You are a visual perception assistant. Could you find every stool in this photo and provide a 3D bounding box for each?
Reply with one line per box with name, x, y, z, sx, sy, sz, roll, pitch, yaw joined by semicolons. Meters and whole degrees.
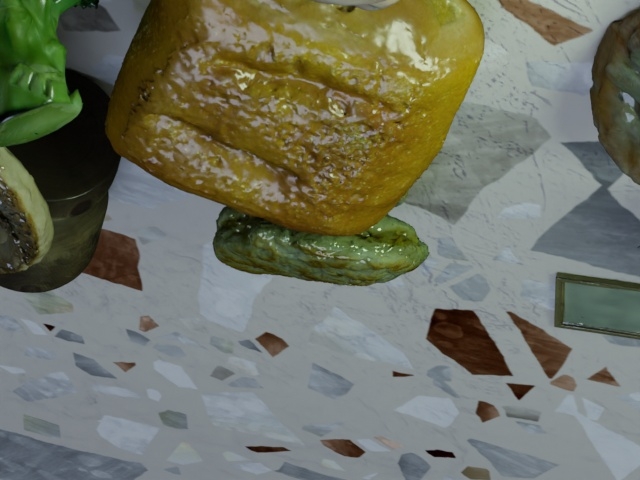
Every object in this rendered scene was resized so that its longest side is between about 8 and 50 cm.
stool;-0.341;-0.067;1.769;0.179;0.179;0.264;18;151;-6

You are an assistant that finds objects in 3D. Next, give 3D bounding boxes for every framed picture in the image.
framed picture;0.400;0.091;1.872;0.200;0.010;0.136;8;151;13

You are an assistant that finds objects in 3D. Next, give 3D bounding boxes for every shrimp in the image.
shrimp;0.330;-0.170;1.373;0.168;0.077;0.317;29;141;27

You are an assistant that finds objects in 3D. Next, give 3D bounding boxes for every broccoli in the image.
broccoli;-0.276;-0.244;1.340;0.297;0.297;0.297;-18;169;-4

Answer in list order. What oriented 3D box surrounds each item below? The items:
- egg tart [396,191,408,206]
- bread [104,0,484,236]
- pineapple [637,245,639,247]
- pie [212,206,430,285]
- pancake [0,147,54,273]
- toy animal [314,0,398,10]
egg tart;0.009;-0.087;1.675;0.197;0.078;0.197;11;153;6
bread;-0.027;-0.147;1.439;0.328;0.148;0.337;25;134;-11
pineapple;0.507;0.022;1.550;0.364;0.165;0.165;28;149;-17
pie;0.000;0.000;1.652;0.248;0.090;0.201;6;169;6
pancake;-0.429;-0.105;1.548;0.387;0.082;0.387;31;154;16
toy animal;0.097;-0.330;1.095;0.345;0.247;0.277;-25;166;34
